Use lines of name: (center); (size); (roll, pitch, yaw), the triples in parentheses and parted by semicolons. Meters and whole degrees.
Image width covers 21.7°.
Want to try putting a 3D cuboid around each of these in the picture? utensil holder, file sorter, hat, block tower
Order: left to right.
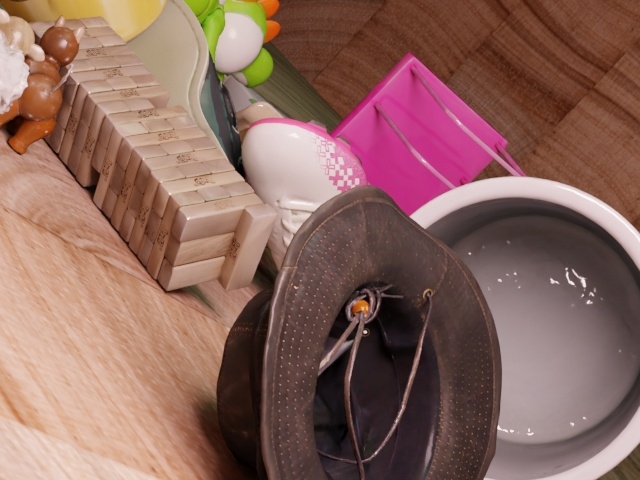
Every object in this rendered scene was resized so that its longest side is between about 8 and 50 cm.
block tower: (-0.180, -0.089, 1.580); (0.097, 0.091, 0.335); (-13, 48, -40)
hat: (0.007, 0.125, 1.265); (0.134, 0.331, 0.331); (-5, -24, 34)
file sorter: (0.105, -0.047, 2.151); (0.202, 0.291, 0.182); (38, 12, -32)
utensil holder: (0.228, 0.105, 1.853); (0.327, 0.327, 0.385); (45, 6, 9)

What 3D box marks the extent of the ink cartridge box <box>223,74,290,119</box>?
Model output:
ink cartridge box: (-0.059, -0.121, 2.413); (0.219, 0.092, 0.160); (36, 11, -41)

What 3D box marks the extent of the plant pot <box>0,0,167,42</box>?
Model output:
plant pot: (-0.266, -0.329, 1.704); (0.254, 0.254, 0.239); (51, -16, 45)

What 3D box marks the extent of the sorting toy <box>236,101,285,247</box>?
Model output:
sorting toy: (-0.073, -0.063, 1.894); (0.347, 0.047, 0.196); (44, -36, -20)

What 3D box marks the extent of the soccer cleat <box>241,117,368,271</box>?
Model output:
soccer cleat: (0.000, 0.000, 1.736); (0.331, 0.116, 0.143); (59, 36, -57)

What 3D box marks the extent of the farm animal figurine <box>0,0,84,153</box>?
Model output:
farm animal figurine: (-0.333, -0.245, 1.453); (0.330, 0.172, 0.327); (44, 8, 3)

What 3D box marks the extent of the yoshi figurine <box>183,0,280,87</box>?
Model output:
yoshi figurine: (-0.186, -0.259, 2.022); (0.203, 0.204, 0.362); (-2, -22, 24)

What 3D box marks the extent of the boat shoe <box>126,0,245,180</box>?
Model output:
boat shoe: (-0.147, -0.115, 1.734); (0.113, 0.127, 0.340); (71, -5, -55)

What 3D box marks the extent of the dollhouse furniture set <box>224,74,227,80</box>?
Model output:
dollhouse furniture set: (-0.239, -0.291, 2.548); (0.182, 0.101, 0.161); (45, -16, 12)
